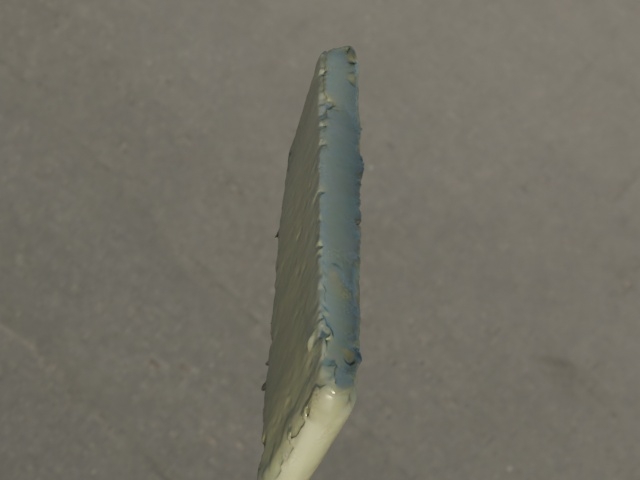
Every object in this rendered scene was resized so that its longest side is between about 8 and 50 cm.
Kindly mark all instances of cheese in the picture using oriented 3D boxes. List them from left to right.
[{"bbox_3d":[-0.002,-0.002,0.882,0.034,0.085,0.400,16,30,-8],"label":"cheese"}]
